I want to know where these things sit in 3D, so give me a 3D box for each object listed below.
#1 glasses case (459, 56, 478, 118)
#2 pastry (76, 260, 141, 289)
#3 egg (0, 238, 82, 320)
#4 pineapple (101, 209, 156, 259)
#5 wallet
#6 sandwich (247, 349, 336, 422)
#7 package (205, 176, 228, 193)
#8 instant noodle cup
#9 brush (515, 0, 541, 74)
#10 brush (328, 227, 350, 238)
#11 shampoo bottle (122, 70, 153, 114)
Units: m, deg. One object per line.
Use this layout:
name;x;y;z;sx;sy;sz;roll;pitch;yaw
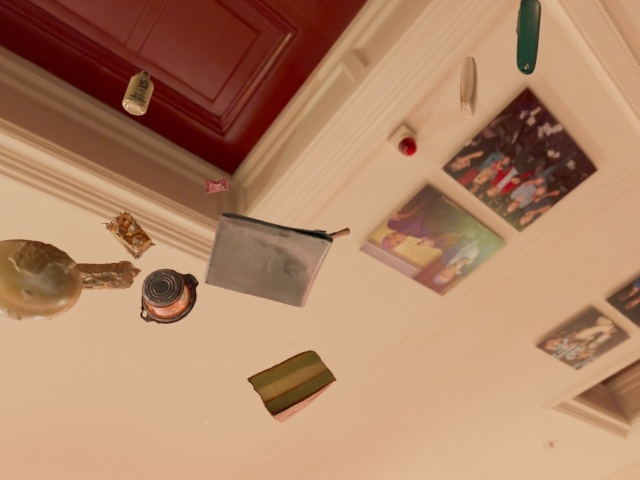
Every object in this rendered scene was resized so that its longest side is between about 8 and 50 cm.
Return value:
glasses case;0.448;-0.461;1.344;0.081;0.051;0.204;47;-132;-55
pastry;-0.705;0.109;1.410;0.121;0.089;0.258;28;-167;37
egg;-0.586;0.076;0.894;0.201;0.164;0.164;24;-152;-9
pineapple;-0.534;-0.023;1.244;0.135;0.079;0.233;43;159;-7
wallet;-0.139;0.052;1.153;0.290;0.251;0.054;16;-144;-13
sandwich;-0.063;0.343;1.095;0.117;0.187;0.144;49;162;24
package;-0.378;-0.201;1.623;0.083;0.059;0.029;-10;-143;-20
instant noodle cup;-0.495;0.165;1.424;0.177;0.125;0.208;30;-114;7
brush;0.387;-0.382;0.841;0.043;0.032;0.193;14;-109;-1
brush;0.000;0.000;1.207;0.043;0.170;0.014;83;167;-77
shampoo bottle;-0.626;-0.520;1.546;0.079;0.079;0.162;26;-119;-36
